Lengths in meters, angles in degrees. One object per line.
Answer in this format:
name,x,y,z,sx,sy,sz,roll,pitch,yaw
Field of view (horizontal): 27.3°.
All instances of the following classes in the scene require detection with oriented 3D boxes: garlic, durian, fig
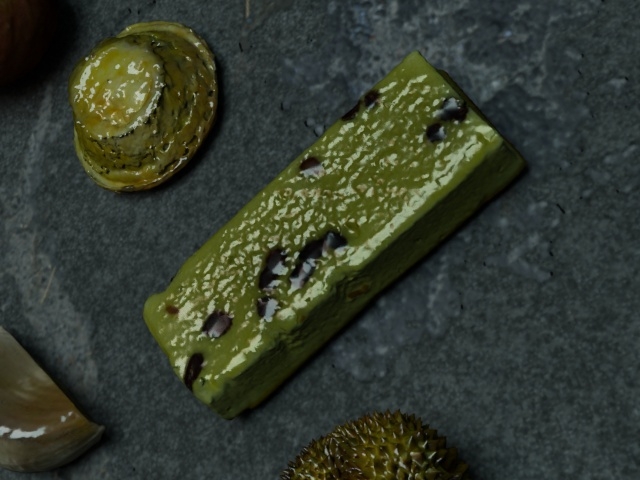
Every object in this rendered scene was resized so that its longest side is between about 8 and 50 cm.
garlic,-0.298,0.162,1.268,0.101,0.087,0.195,-47,53,-10
durian,0.045,0.210,1.039,0.158,0.137,0.168,-41,42,-14
fig,-0.383,-0.241,1.409,0.205,0.205,0.205,-10,68,25

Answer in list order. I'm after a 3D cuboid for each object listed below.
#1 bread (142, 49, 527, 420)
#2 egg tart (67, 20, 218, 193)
bread,0.001,0.000,1.166,0.361,0.077,0.138,-42,57,9
egg tart,-0.187,-0.141,1.325,0.191,0.074,0.191,-8,70,24
